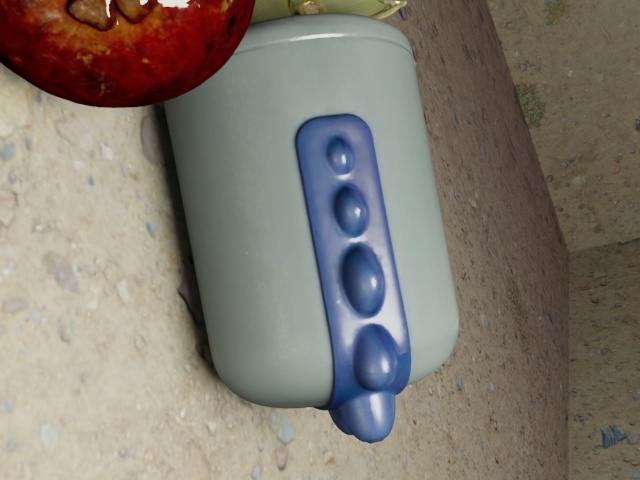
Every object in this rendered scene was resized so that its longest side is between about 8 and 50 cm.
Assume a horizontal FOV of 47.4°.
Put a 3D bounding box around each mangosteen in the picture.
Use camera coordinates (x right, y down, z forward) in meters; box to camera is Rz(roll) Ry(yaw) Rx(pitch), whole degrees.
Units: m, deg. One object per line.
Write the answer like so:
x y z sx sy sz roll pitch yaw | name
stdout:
-0.157 -0.214 0.534 0.215 0.215 0.257 59 -1 -31 | mangosteen

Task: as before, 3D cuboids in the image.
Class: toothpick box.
0.000 0.000 0.658 0.263 0.263 0.354 -1 80 -64 | toothpick box

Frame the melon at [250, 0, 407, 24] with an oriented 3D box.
-0.034 -0.326 0.751 0.271 0.272 0.307 53 40 -39 | melon
